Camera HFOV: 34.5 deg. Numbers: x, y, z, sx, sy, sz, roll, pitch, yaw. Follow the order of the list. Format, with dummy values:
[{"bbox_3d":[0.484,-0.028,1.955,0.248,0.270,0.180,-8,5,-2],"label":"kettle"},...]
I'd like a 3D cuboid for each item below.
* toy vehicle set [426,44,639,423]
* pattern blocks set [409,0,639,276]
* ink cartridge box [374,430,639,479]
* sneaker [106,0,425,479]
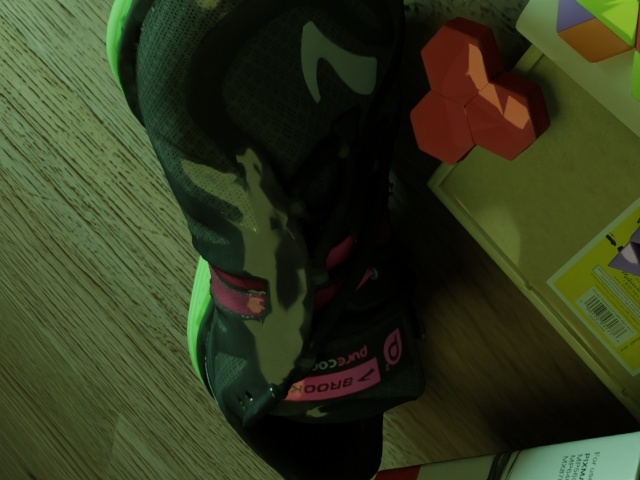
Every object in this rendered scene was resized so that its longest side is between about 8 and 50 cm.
[{"bbox_3d":[0.187,0.016,0.566,0.267,0.035,0.166,50,147,9],"label":"toy vehicle set"},{"bbox_3d":[0.169,-0.117,0.436,0.285,0.026,0.325,34,133,25],"label":"pattern blocks set"},{"bbox_3d":[0.165,0.220,0.636,0.197,0.114,0.273,31,151,-17],"label":"ink cartridge box"},{"bbox_3d":[0.000,0.000,0.641,0.202,0.185,0.483,56,163,36],"label":"sneaker"}]
